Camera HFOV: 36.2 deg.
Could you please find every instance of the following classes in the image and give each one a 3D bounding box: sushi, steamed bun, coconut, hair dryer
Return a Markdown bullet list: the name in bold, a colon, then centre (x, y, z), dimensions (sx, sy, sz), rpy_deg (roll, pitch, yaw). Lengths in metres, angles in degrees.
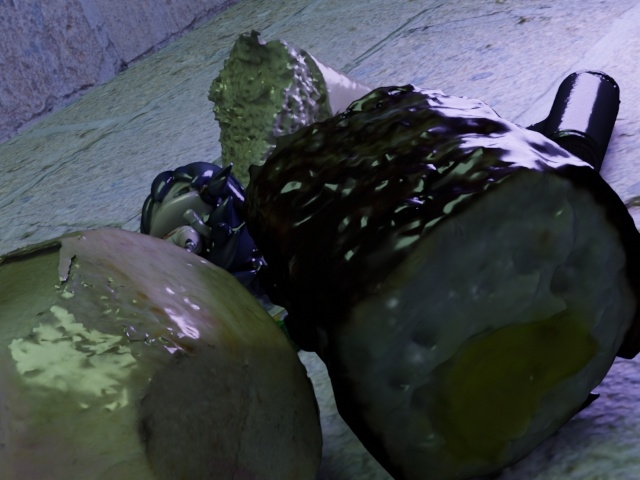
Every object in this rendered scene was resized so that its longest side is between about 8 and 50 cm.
- **sushi**: centre (0.108, 0.026, 0.863), dimensions (0.299, 0.281, 0.294), rpy_deg (-18, 26, -14)
- **steamed bun**: centre (-0.059, -0.148, 1.518), dimensions (0.272, 0.273, 0.290), rpy_deg (-69, 23, 3)
- **coconut**: centre (-0.183, 0.152, 0.845), dimensions (0.353, 0.352, 0.352), rpy_deg (-20, 23, 9)
- **hair dryer**: centre (0.276, -0.123, 1.327), dimensions (0.251, 0.089, 0.197), rpy_deg (-20, 23, 32)

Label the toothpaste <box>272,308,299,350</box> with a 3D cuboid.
- **toothpaste**: centre (-0.028, 0.100, 1.151), dimensions (0.178, 0.043, 0.037), rpy_deg (-34, 22, -24)

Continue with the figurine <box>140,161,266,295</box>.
- **figurine**: centre (-0.159, 0.003, 1.306), dimensions (0.175, 0.197, 0.265), rpy_deg (-19, 43, 8)
